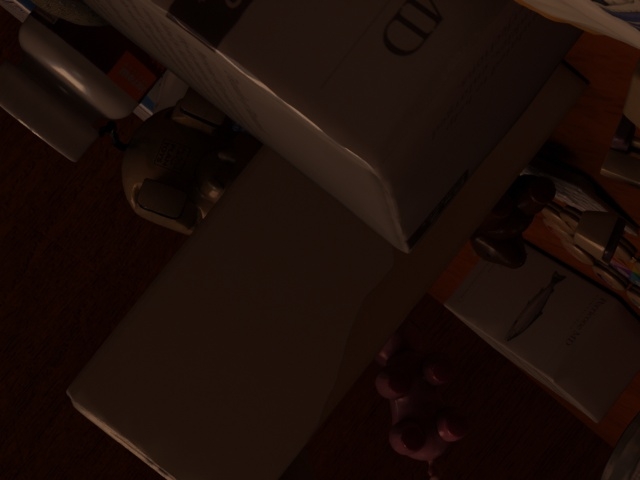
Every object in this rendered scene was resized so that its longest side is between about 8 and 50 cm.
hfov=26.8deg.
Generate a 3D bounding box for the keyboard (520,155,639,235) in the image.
[{"bbox_3d":[0.148,-0.059,1.046,0.072,0.014,0.256,40,177,-32],"label":"keyboard"}]

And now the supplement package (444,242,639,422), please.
[{"bbox_3d":[0.234,0.085,1.368,0.105,0.105,0.179,41,176,-40],"label":"supplement package"}]

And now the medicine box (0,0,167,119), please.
[{"bbox_3d":[-0.195,-0.229,1.372,0.263,0.149,0.289,40,177,-26],"label":"medicine box"}]

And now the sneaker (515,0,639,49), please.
[{"bbox_3d":[0.108,-0.070,0.276,0.296,0.112,0.131,36,177,31],"label":"sneaker"}]

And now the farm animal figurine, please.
[{"bbox_3d":[-0.015,0.014,0.951,0.327,0.330,0.172,40,171,-3],"label":"farm animal figurine"}]

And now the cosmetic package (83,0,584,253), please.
[{"bbox_3d":[0.002,-0.117,0.487,0.184,0.151,0.151,37,177,13],"label":"cosmetic package"}]

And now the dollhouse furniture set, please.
[{"bbox_3d":[0.168,-0.033,0.595,0.081,0.091,0.114,23,171,12],"label":"dollhouse furniture set"}]

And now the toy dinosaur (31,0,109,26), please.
[{"bbox_3d":[-0.187,-0.236,1.000,0.121,0.160,0.313,37,176,36],"label":"toy dinosaur"}]

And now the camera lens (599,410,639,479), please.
[{"bbox_3d":[0.341,0.220,0.919,0.219,0.219,0.274,40,177,-37],"label":"camera lens"}]

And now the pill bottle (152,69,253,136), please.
[{"bbox_3d":[-0.034,-0.101,1.238,0.222,0.124,0.124,16,-173,-23],"label":"pill bottle"}]

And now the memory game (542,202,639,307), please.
[{"bbox_3d":[0.255,0.029,1.106,0.186,0.012,0.186,38,178,2],"label":"memory game"}]

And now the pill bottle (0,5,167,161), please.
[{"bbox_3d":[-0.181,-0.183,1.155,0.121,0.221,0.121,38,178,2],"label":"pill bottle"}]

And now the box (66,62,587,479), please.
[{"bbox_3d":[0.000,0.000,0.783,0.121,0.311,0.148,39,178,-3],"label":"box"}]
